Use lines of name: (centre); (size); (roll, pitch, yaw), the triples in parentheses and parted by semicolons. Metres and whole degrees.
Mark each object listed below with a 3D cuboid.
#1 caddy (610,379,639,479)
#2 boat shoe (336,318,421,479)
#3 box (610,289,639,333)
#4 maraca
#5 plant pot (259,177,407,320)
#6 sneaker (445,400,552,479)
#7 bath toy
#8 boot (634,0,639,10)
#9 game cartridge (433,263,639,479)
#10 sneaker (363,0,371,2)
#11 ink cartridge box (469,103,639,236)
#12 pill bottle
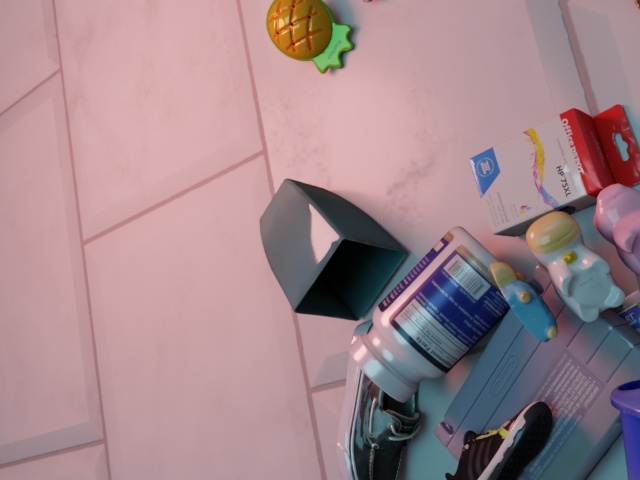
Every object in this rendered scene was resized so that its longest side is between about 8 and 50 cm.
caddy: (0.509, 0.216, 0.928); (0.342, 0.241, 0.179); (-2, 92, -2)
boat shoe: (0.107, 0.300, 1.374); (0.119, 0.121, 0.334); (-7, 80, 44)
box: (0.447, 0.172, 1.152); (0.109, 0.042, 0.178); (-39, 63, 33)
maraca: (-0.023, -0.404, 1.567); (0.186, 0.099, 0.127); (36, 113, 9)
plant pot: (0.000, 0.000, 1.471); (0.165, 0.166, 0.234); (-56, 47, 22)
sneaker: (0.247, 0.309, 1.193); (0.097, 0.084, 0.234); (49, 125, 38)
bath toy: (0.402, -0.006, 1.089); (0.348, 0.129, 0.151); (-29, 97, 8)
boot: (0.467, -0.336, 1.100); (0.077, 0.165, 0.213); (-38, 57, 25)
game cartridge: (0.329, 0.239, 1.204); (0.230, 0.068, 0.355); (45, 123, 33)
sneaker: (0.062, -0.487, 1.534); (0.067, 0.042, 0.118); (-25, 63, 32)
ink cartridge box: (0.357, -0.108, 1.230); (0.231, 0.078, 0.134); (-27, 70, 35)
pill bottle: (0.177, 0.119, 1.270); (0.264, 0.153, 0.153); (-46, 58, 7)
